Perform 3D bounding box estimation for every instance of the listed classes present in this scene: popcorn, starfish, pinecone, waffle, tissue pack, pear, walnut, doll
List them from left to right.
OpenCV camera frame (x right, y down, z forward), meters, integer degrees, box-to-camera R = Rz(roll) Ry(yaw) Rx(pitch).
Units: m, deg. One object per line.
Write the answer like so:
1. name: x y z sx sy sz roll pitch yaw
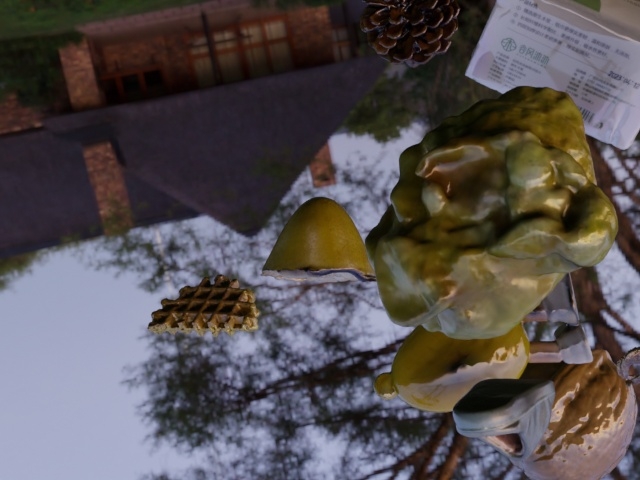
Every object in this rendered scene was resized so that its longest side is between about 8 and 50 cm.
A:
1. waffle: -0.201 0.129 1.479 0.192 0.046 0.161 -24 -140 -4
2. pear: -0.002 0.000 1.771 0.266 0.178 0.267 -1 176 0
3. pinecone: 0.135 -0.372 1.391 0.162 0.163 0.165 -7 168 22
4. doll: 0.338 0.187 1.738 0.423 0.348 0.161 10 176 3
5. popcorn: 0.229 -0.018 1.149 0.293 0.292 0.334 -5 142 -37
6. walnut: 0.543 0.382 1.931 0.332 0.333 0.333 -11 -171 2
7. tissue pack: 0.490 -0.366 1.631 0.356 0.266 0.194 28 -128 8
8. starfish: 0.575 0.187 1.441 0.150 0.210 0.053 12 -132 -13

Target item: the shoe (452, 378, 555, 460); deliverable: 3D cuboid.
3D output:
1. shoe: 0.193 0.191 0.908 0.079 0.078 0.195 -3 177 28
